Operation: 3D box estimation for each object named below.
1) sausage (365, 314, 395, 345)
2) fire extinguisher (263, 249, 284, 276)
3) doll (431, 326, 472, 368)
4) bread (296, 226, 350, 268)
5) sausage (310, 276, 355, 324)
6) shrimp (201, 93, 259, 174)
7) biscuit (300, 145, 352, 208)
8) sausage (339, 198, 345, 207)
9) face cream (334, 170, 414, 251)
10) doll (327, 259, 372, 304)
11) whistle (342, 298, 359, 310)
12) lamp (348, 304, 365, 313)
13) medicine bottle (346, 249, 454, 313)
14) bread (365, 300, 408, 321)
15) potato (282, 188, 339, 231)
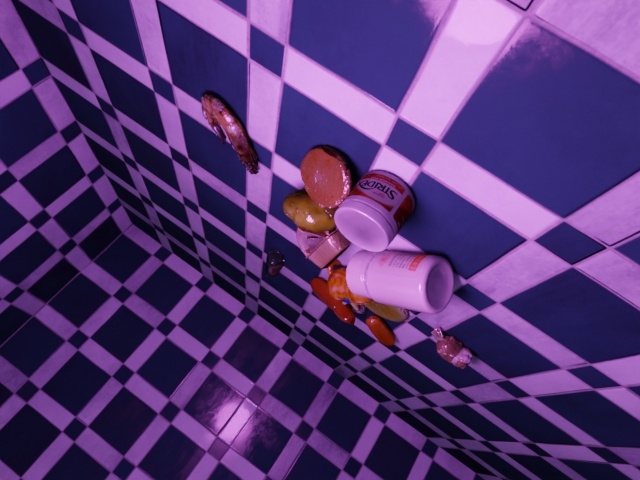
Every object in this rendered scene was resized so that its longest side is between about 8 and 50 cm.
[{"bbox_3d":[0.323,0.483,2.216,0.098,0.098,0.238,5,141,49],"label":"sausage"},{"bbox_3d":[-0.279,0.155,2.438,0.294,0.118,0.093,111,140,-64],"label":"fire extinguisher"},{"bbox_3d":[0.588,0.493,1.872,0.221,0.105,0.115,37,156,-2],"label":"doll"},{"bbox_3d":[0.000,0.000,1.726,0.212,0.142,0.224,49,134,5],"label":"bread"},{"bbox_3d":[0.067,0.314,2.178,0.348,0.094,0.097,42,-178,32],"label":"sausage"},{"bbox_3d":[-0.360,-0.414,1.632,0.233,0.071,0.364,28,155,41],"label":"shrimp"},{"bbox_3d":[0.018,-0.214,1.404,0.226,0.042,0.225,21,121,38],"label":"biscuit"},{"bbox_3d":[0.117,-0.125,1.484,0.234,0.071,0.071,39,155,-1],"label":"sausage"},{"bbox_3d":[0.175,-0.095,1.323,0.201,0.187,0.201,30,153,17],"label":"face cream"},{"bbox_3d":[0.153,0.205,1.890,0.270,0.166,0.162,11,144,38],"label":"doll"},{"bbox_3d":[0.133,0.269,2.088,0.227,0.085,0.105,57,-167,-24],"label":"whistle"},{"bbox_3d":[0.156,0.361,2.227,0.193,0.106,0.106,-11,128,44],"label":"lamp"},{"bbox_3d":[0.290,0.144,1.553,0.372,0.211,0.211,5,140,49],"label":"medicine bottle"},{"bbox_3d":[0.289,0.302,2.012,0.302,0.045,0.301,31,153,18],"label":"bread"},{"bbox_3d":[-0.035,-0.118,1.562,0.254,0.186,0.148,17,105,30],"label":"potato"}]
